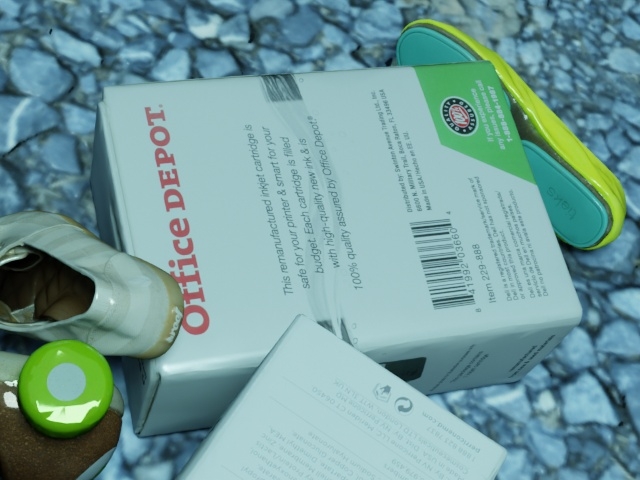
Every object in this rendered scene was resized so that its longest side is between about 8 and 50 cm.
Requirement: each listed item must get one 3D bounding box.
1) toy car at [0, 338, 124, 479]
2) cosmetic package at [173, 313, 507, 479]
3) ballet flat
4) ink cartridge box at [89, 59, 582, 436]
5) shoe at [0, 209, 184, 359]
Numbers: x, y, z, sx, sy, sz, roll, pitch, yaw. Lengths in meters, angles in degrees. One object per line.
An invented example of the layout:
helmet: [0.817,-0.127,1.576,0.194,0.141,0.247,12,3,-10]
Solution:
toy car: [-0.198,0.157,0.715,0.149,0.155,0.188,11,69,-10]
cosmetic package: [-0.041,0.198,0.687,0.138,0.224,0.225,33,58,2]
ballet flat: [0.154,-0.087,0.995,0.231,0.077,0.077,47,39,8]
ink cartridge box: [0.000,0.000,0.865,0.289,0.121,0.211,-6,64,-18]
shoe: [-0.169,0.022,0.768,0.058,0.219,0.077,10,91,-44]
